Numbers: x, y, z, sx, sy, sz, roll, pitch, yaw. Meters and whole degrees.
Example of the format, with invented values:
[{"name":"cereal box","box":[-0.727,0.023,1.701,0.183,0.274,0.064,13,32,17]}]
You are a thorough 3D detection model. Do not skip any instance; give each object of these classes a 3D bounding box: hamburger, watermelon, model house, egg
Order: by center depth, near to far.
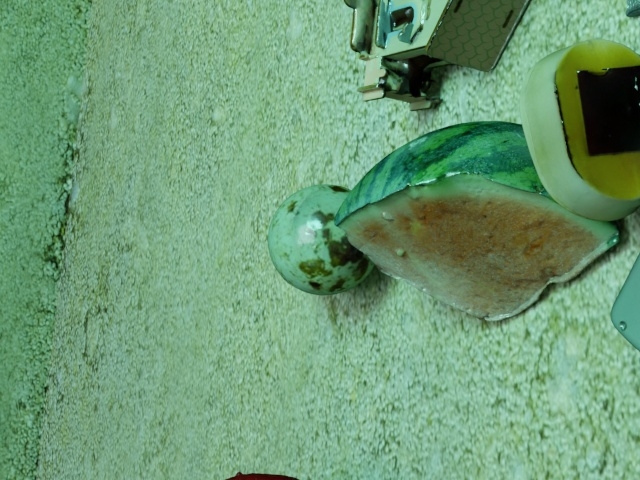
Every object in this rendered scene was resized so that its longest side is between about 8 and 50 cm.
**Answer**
[{"name":"hamburger","box":[0.318,-0.127,1.194,0.116,0.173,0.210,114,145,-77]},{"name":"watermelon","box":[0.165,-0.052,1.349,0.292,0.222,0.319,-53,43,39]},{"name":"model house","box":[0.169,-0.358,1.453,0.244,0.169,0.326,1,82,52]},{"name":"egg","box":[0.000,0.000,1.604,0.231,0.169,0.169,171,105,-67]}]

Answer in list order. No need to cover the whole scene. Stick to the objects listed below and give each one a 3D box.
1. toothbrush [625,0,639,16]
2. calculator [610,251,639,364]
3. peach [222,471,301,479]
[{"name":"toothbrush","box":[0.467,-0.299,1.147,0.321,0.023,0.031,-8,79,54]},{"name":"calculator","box":[0.405,0.034,1.135,0.141,0.045,0.246,42,115,50]},{"name":"peach","box":[-0.080,0.504,1.445,0.370,0.370,0.370,-17,69,52]}]
